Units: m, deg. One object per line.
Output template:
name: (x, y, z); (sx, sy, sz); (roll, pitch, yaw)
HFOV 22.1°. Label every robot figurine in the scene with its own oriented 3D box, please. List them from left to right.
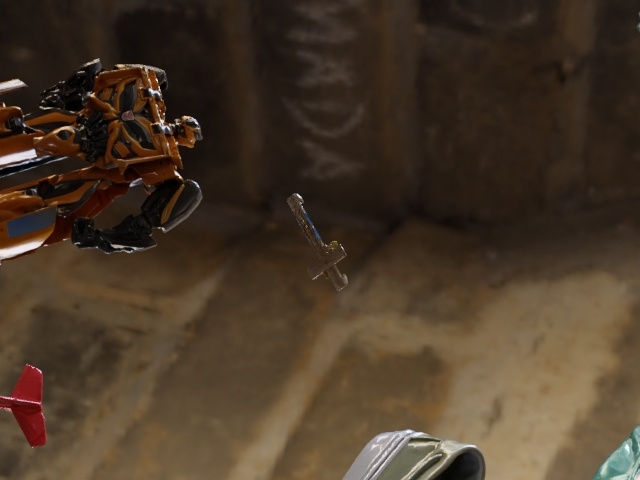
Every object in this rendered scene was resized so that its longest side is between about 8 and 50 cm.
robot figurine: (-0.251, -0.070, 1.500); (0.085, 0.291, 0.211); (83, -11, -62)

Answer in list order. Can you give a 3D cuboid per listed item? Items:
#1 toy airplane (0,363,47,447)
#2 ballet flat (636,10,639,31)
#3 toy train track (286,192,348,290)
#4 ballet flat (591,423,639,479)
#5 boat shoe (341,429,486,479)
toy airplane: (-0.265, 0.123, 1.246); (0.028, 0.151, 0.151); (-32, -163, 37)
ballet flat: (0.266, -0.134, 1.118); (0.077, 0.091, 0.241); (-38, -174, 16)
toy train track: (0.000, 0.000, 1.287); (0.014, 0.083, 0.048); (-24, 171, -42)
ballet flat: (0.244, 0.164, 1.129); (0.087, 0.083, 0.247); (-34, -172, 39)
boat shoe: (0.035, 0.265, 1.305); (0.109, 0.094, 0.302); (52, 50, -26)
